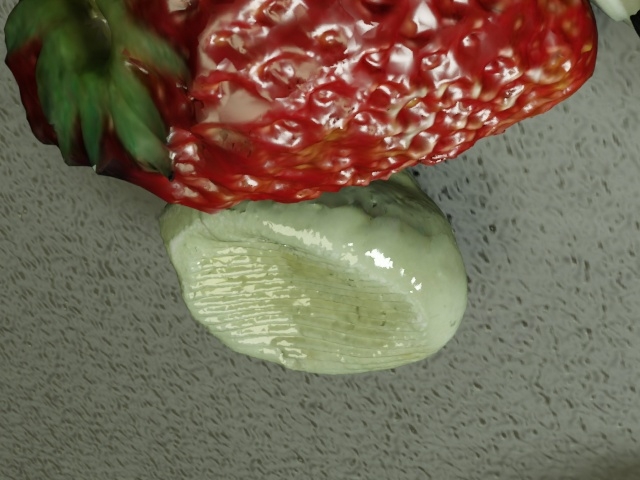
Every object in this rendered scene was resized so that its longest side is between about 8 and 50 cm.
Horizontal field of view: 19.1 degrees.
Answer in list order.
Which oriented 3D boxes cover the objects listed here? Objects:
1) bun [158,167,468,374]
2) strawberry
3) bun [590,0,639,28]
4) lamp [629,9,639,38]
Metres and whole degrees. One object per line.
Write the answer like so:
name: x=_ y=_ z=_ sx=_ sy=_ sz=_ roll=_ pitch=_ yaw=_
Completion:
bun: x=0.000 y=0.000 z=1.382 sx=0.231 sy=0.133 sz=0.231 roll=14 pitch=148 yaw=9
strawberry: x=-0.010 y=-0.161 z=1.127 sx=0.292 sy=0.310 sz=0.291 roll=34 pitch=136 yaw=41
bun: x=0.200 y=-0.199 z=1.012 sx=0.173 sy=0.120 sz=0.172 roll=0 pitch=129 yaw=0
lamp: x=0.315 y=-0.152 z=0.896 sx=0.371 sy=0.108 sz=0.130 roll=-29 pitch=110 yaw=27
